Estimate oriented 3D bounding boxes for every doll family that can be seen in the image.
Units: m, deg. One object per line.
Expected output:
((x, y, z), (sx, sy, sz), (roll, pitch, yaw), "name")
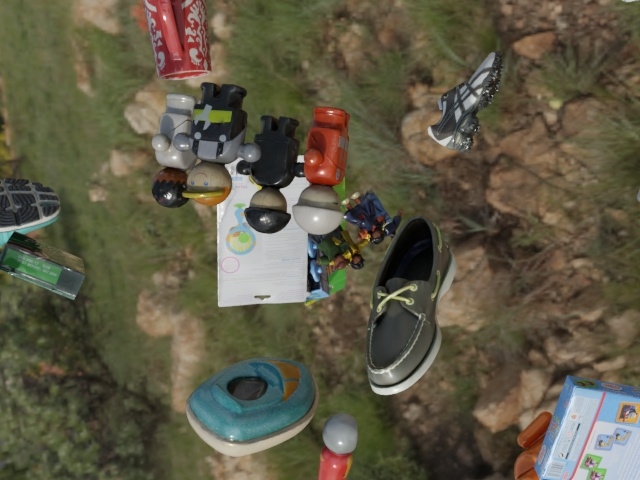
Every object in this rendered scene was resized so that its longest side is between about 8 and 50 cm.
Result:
((0.064, -0.010, 1.532), (0.111, 0.193, 0.076), (52, 162, 11), "doll family")

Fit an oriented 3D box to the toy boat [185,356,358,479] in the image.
((-0.063, 0.305, 1.651), (0.318, 0.267, 0.148), (30, 124, 30), "toy boat")

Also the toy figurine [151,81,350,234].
((-0.085, -0.087, 1.077), (0.213, 0.210, 0.148), (7, 88, 60), "toy figurine")

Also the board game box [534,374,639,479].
((0.436, 0.288, 1.347), (0.039, 0.212, 0.160), (-100, 23, -69), "board game box")

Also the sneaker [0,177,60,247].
((-0.538, -0.014, 1.459), (0.110, 0.275, 0.107), (77, 171, -55), "sneaker")

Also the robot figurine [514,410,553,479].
((0.419, 0.382, 1.583), (0.158, 0.219, 0.128), (25, 132, 45), "robot figurine")

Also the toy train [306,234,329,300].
((-0.032, 0.027, 1.788), (0.080, 0.105, 0.184), (-12, 69, 13), "toy train")

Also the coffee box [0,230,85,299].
((-0.385, 0.031, 1.284), (0.040, 0.113, 0.184), (-66, 15, -2), "coffee box")

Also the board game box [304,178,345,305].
((0.000, 0.000, 1.931), (0.039, 0.124, 0.259), (20, 122, 43), "board game box")

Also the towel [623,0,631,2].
((0.557, -0.574, 1.548), (0.121, 0.284, 0.235), (36, 164, 43), "towel")

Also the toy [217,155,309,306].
((-0.089, -0.020, 1.397), (0.056, 0.137, 0.237), (-113, 23, -62), "toy")

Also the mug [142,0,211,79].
((-0.248, -0.358, 1.543), (0.113, 0.150, 0.169), (-5, 95, 31), "mug")

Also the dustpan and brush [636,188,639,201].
((0.575, -0.076, 1.543), (0.147, 0.211, 0.060), (37, 104, 40), "dustpan and brush")

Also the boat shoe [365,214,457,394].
((0.118, 0.084, 1.309), (0.109, 0.305, 0.091), (-10, 124, 28), "boat shoe")

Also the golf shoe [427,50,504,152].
((0.258, -0.258, 1.656), (0.094, 0.077, 0.198), (24, 83, 23), "golf shoe")
